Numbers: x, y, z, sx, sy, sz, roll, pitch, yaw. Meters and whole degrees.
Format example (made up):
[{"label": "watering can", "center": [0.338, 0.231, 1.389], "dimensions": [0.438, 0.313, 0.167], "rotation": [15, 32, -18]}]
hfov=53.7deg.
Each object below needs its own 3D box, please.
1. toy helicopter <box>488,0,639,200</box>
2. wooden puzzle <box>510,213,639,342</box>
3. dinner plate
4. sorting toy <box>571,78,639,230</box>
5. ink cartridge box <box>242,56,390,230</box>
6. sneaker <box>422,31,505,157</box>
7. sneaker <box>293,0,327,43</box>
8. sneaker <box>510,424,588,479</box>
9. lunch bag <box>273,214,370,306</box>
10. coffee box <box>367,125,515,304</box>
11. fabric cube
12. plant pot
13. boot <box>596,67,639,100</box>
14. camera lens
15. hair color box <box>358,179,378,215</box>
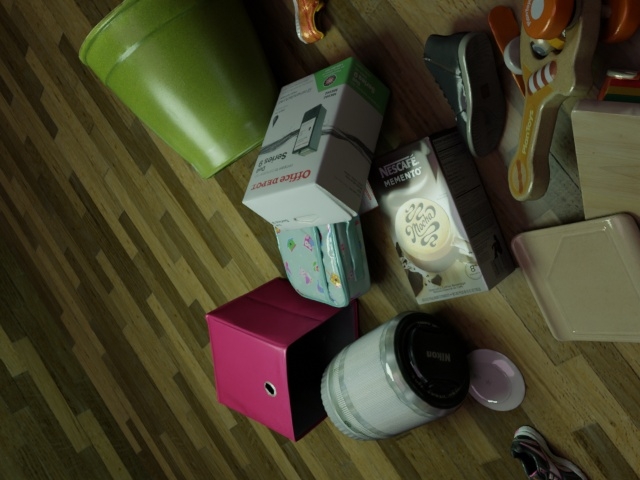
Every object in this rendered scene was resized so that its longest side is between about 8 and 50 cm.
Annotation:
[{"label": "toy helicopter", "center": [0.336, -0.237, 0.983], "dimensions": [0.235, 0.140, 0.355], "rotation": [-120, 31, -64]}, {"label": "wooden puzzle", "center": [0.456, 0.069, 1.060], "dimensions": [0.239, 0.044, 0.221], "rotation": [-18, 100, 61]}, {"label": "dinner plate", "center": [0.351, 0.291, 1.303], "dimensions": [0.141, 0.017, 0.141], "rotation": [18, 119, 37]}, {"label": "sorting toy", "center": [0.503, -0.108, 0.877], "dimensions": [0.257, 0.089, 0.255], "rotation": [15, 153, 36]}, {"label": "ink cartridge box", "center": [-0.006, -0.180, 1.219], "dimensions": [0.211, 0.289, 0.121], "rotation": [-10, 145, 44]}, {"label": "sneaker", "center": [0.253, -0.261, 1.120], "dimensions": [0.118, 0.083, 0.222], "rotation": [33, 141, 55]}, {"label": "sneaker", "center": [-0.025, -0.490, 1.273], "dimensions": [0.067, 0.064, 0.175], "rotation": [-8, 109, 23]}, {"label": "sneaker", "center": [0.445, 0.459, 1.250], "dimensions": [0.178, 0.077, 0.072], "rotation": [40, 131, 21]}, {"label": "lunch bag", "center": [0.000, 0.000, 1.381], "dimensions": [0.224, 0.108, 0.279], "rotation": [15, 125, 52]}, {"label": "coffee box", "center": [0.222, -0.046, 1.196], "dimensions": [0.168, 0.119, 0.297], "rotation": [-19, 95, 45]}, {"label": "fabric cube", "center": [-0.084, 0.268, 1.504], "dimensions": [0.258, 0.259, 0.254], "rotation": [14, 118, 37]}, {"label": "plant pot", "center": [-0.253, -0.336, 1.362], "dimensions": [0.366, 0.366, 0.353], "rotation": [-24, 103, 44]}, {"label": "boot", "center": [0.491, -0.210, 0.936], "dimensions": [0.158, 0.059, 0.084], "rotation": [22, 117, 34]}, {"label": "camera lens", "center": [0.156, 0.289, 1.329], "dimensions": [0.274, 0.219, 0.219], "rotation": [-40, 80, 43]}, {"label": "hair color box", "center": [0.104, -0.102, 1.328], "dimensions": [0.141, 0.043, 0.072], "rotation": [-26, 91, 46]}]
